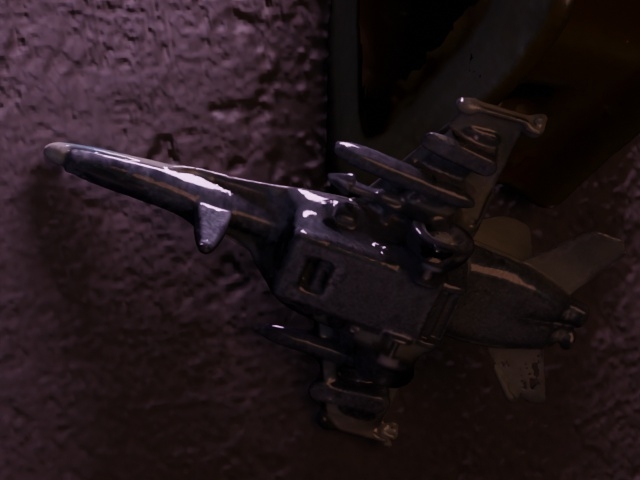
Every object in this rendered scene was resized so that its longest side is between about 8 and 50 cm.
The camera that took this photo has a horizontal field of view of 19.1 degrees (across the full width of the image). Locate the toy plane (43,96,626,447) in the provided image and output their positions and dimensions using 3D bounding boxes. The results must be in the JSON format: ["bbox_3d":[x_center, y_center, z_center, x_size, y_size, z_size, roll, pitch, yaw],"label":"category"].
[{"bbox_3d":[0.001,0.006,0.867,0.262,0.192,0.088,13,30,-16],"label":"toy plane"}]

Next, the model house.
[{"bbox_3d":[0.148,-0.134,0.933,0.239,0.268,0.173,6,59,-34],"label":"model house"}]
